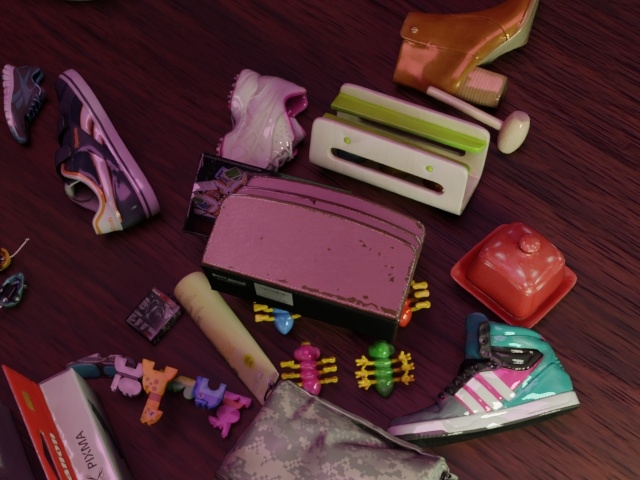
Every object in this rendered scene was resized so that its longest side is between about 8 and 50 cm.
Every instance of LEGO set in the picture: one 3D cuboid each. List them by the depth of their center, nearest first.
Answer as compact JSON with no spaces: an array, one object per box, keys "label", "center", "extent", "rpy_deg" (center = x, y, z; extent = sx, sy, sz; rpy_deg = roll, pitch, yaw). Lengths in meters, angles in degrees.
[{"label":"LEGO set","center":[-0.229,0.251,1.653],"extent":[0.227,0.087,0.093],"rpy_deg":[17,72,3]}]

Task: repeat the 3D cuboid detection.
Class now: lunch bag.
[{"label":"lunch bag","center":[0.008,0.366,1.514],"extent":[0.305,0.212,0.256],"rpy_deg":[26,84,17]}]

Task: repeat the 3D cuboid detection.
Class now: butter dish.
[{"label":"butter dish","center":[0.315,0.033,1.679],"extent":[0.160,0.118,0.160],"rpy_deg":[40,60,20]}]

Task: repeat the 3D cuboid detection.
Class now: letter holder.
[{"label":"letter holder","center":[0.000,0.000,1.625],"extent":[0.302,0.152,0.214],"rpy_deg":[16,74,6]}]

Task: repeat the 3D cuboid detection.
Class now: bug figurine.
[{"label":"bug figurine","center":[0.035,0.144,1.698],"extent":[0.279,0.072,0.216],"rpy_deg":[-3,73,0]}]

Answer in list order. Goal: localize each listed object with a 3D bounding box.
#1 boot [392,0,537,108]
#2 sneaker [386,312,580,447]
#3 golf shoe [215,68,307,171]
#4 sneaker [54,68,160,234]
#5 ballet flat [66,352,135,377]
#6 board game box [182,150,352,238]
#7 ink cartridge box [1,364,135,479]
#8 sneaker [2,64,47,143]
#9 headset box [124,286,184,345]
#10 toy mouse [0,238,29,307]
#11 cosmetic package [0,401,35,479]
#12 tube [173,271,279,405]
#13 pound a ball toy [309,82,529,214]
[{"label":"boot","center":[0.259,-0.380,1.885],"extent":[0.211,0.104,0.295],"rpy_deg":[21,74,14]},{"label":"sneaker","center":[0.229,0.204,1.620],"extent":[0.296,0.124,0.178],"rpy_deg":[-12,71,-8]},{"label":"golf shoe","center":[-0.102,-0.155,1.823],"extent":[0.140,0.115,0.306],"rpy_deg":[8,69,6]},{"label":"sneaker","center":[-0.407,-0.154,1.844],"extent":[0.127,0.126,0.321],"rpy_deg":[-29,68,-13]},{"label":"ballet flat","center":[-0.355,0.203,1.737],"extent":[0.114,0.041,0.041],"rpy_deg":[1,67,6]},{"label":"board game box","center":[-0.086,-0.047,1.748],"extent":[0.260,0.030,0.136],"rpy_deg":[15,81,-13]},{"label":"ink cartridge box","center":[-0.339,0.324,1.555],"extent":[0.066,0.261,0.296],"rpy_deg":[-27,67,-5]},{"label":"sneaker","center":[-0.533,-0.254,1.938],"extent":[0.076,0.065,0.166],"rpy_deg":[-10,67,-3]},{"label":"headset box","center":[-0.272,0.122,1.761],"extent":[0.062,0.032,0.083],"rpy_deg":[35,73,18]},{"label":"toy mouse","center":[-0.556,0.086,1.807],"extent":[0.161,0.031,0.143],"rpy_deg":[-17,66,-1]},{"label":"cosmetic package","center":[-0.548,0.327,1.618],"extent":[0.151,0.183,0.151],"rpy_deg":[-26,66,-6]},{"label":"tube","center":[-0.147,0.153,1.711],"extent":[0.062,0.070,0.240],"rpy_deg":[-41,67,2]},{"label":"pound a ball toy","center":[0.167,-0.159,1.803],"extent":[0.319,0.135,0.208],"rpy_deg":[20,45,14]}]
